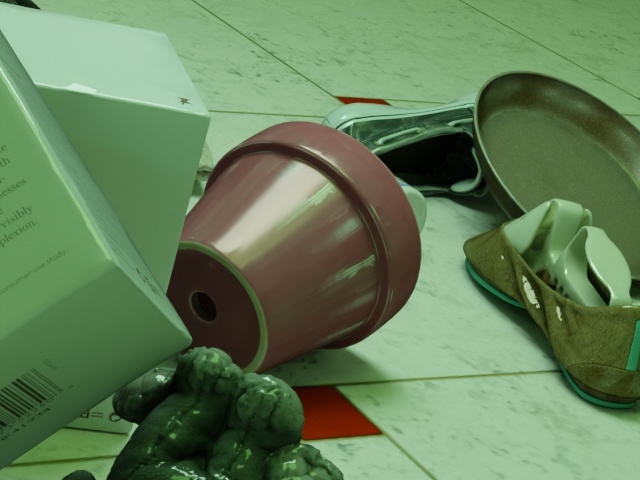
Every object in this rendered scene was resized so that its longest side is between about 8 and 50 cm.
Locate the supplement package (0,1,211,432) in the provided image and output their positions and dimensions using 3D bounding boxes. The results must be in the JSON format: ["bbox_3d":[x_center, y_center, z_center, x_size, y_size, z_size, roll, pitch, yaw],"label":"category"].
[{"bbox_3d":[-0.223,-0.024,1.298,0.199,0.263,0.198,9,21,-19],"label":"supplement package"}]

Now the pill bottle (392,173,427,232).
[{"bbox_3d":[0.043,-0.047,1.819,0.078,0.078,0.137,-2,26,-39],"label":"pill bottle"}]

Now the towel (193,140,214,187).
[{"bbox_3d":[-0.258,-0.118,1.833,0.282,0.049,0.187,9,20,-14],"label":"towel"}]

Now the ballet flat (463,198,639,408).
[{"bbox_3d":[0.241,0.035,1.684,0.116,0.124,0.342,9,21,-18],"label":"ballet flat"}]

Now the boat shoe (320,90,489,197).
[{"bbox_3d":[0.159,-0.097,2.017,0.335,0.121,0.119,-7,37,-26],"label":"boat shoe"}]

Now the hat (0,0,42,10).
[{"bbox_3d":[-0.295,-0.150,1.569,0.331,0.134,0.331,45,14,-14],"label":"hat"}]

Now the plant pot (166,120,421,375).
[{"bbox_3d":[-0.044,0.023,1.443,0.201,0.201,0.180,25,38,24],"label":"plant pot"}]

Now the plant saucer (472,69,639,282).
[{"bbox_3d":[0.293,-0.065,1.949,0.310,0.050,0.311,23,41,-21],"label":"plant saucer"}]

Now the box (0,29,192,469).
[{"bbox_3d":[-0.266,-0.036,1.022,0.345,0.215,0.168,56,-1,21],"label":"box"}]

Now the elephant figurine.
[{"bbox_3d":[-0.112,0.186,1.013,0.169,0.186,0.239,-12,27,44],"label":"elephant figurine"}]
